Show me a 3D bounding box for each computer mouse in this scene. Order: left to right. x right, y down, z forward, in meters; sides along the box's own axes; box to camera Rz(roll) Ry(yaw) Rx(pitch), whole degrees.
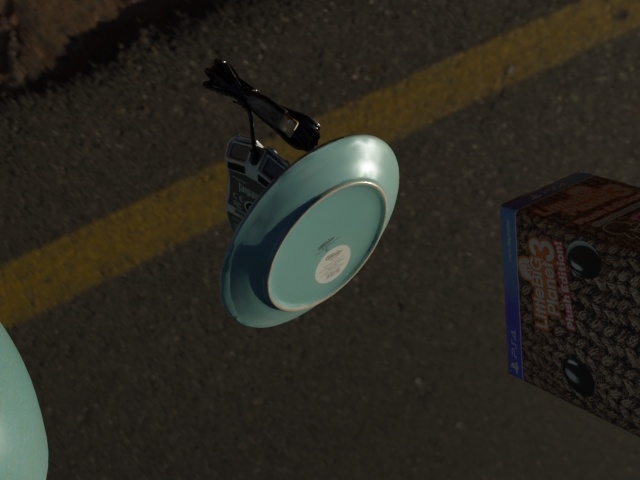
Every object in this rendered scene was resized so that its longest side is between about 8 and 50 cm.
[{"bbox_3d":[-0.046,-0.059,0.967,0.042,0.106,0.193,-48,157,-31],"label":"computer mouse"}]

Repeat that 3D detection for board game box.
[{"bbox_3d":[0.359,0.077,1.328,0.141,0.291,0.232,-22,117,-31],"label":"board game box"}]

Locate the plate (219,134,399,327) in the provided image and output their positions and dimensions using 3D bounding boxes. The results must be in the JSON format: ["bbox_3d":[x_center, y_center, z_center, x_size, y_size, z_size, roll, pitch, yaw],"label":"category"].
[{"bbox_3d":[0.000,0.000,0.939,0.188,0.024,0.188,-33,145,-26],"label":"plate"}]

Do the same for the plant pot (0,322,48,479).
[{"bbox_3d":[-0.327,0.161,0.901,0.290,0.290,0.195,-52,129,-4],"label":"plant pot"}]
